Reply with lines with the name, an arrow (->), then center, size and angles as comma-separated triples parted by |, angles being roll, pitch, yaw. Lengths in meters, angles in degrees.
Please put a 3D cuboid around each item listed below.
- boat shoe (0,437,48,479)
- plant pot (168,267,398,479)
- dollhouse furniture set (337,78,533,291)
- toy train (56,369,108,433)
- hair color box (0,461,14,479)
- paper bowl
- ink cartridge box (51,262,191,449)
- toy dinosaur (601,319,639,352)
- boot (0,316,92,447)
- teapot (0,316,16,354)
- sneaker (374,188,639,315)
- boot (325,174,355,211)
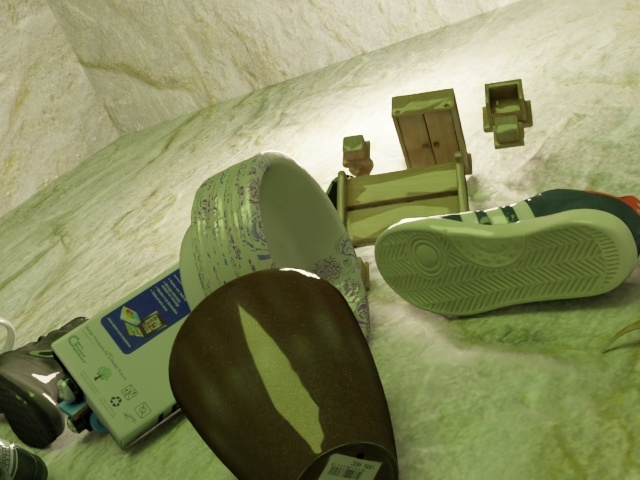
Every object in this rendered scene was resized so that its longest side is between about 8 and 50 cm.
boat shoe -> -0.491, 0.313, 1.294 | 0.301, 0.102, 0.108 | -12, 62, 36
plant pot -> -0.019, 0.173, 0.932 | 0.215, 0.215, 0.230 | -28, 33, -8
dollhouse furniture set -> 0.194, -0.051, 1.477 | 0.303, 0.173, 0.355 | -7, 52, 14
toy train -> -0.291, 0.193, 1.339 | 0.184, 0.105, 0.080 | -35, 20, -26
hair color box -> -0.474, 0.402, 1.006 | 0.374, 0.113, 0.185 | -33, 20, -23
paper bowl -> -0.065, 0.042, 1.174 | 0.148, 0.284, 0.284 | -24, 18, 22
ink cartridge box -> -0.184, 0.123, 1.302 | 0.333, 0.165, 0.065 | -34, -15, -23
toy dinosaur -> 0.361, 0.070, 0.910 | 0.183, 0.053, 0.093 | -4, 30, 47
boot -> -0.413, 0.198, 1.487 | 0.223, 0.118, 0.338 | -30, 22, -27
teapot -> -0.724, 0.228, 1.711 | 0.256, 0.187, 0.252 | 4, 45, 7
sneaker -> 0.234, 0.006, 1.159 | 0.350, 0.131, 0.148 | -2, 23, 39
boot -> 0.000, 0.000, 1.570 | 0.219, 0.082, 0.106 | -53, -11, -20
